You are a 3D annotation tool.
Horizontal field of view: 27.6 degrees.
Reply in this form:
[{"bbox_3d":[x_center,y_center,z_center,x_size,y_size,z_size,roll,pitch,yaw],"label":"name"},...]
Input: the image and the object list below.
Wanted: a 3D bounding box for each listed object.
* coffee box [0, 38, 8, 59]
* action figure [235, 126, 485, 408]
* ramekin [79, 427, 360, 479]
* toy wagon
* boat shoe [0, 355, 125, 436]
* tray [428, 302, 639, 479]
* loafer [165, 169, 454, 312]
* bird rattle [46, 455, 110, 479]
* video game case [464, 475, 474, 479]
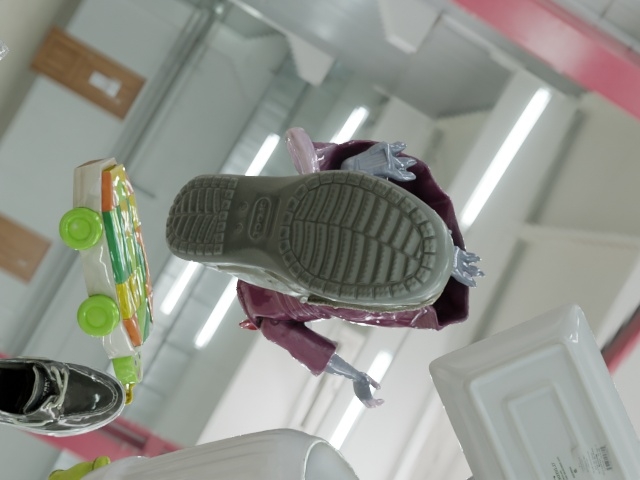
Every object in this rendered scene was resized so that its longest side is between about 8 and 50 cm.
[{"bbox_3d":[-0.335,-0.174,0.822,0.098,0.246,0.141,-33,-167,23],"label":"coffee box"},{"bbox_3d":[-0.004,0.050,1.448,0.370,0.276,0.248,-28,-116,48],"label":"action figure"},{"bbox_3d":[-0.023,0.185,0.590,0.109,0.207,0.207,-22,-158,11],"label":"ramekin"},{"bbox_3d":[-0.286,0.060,1.825,0.267,0.068,0.344,-80,160,-81],"label":"toy wagon"},{"bbox_3d":[-0.290,0.156,1.317,0.070,0.219,0.078,-19,-111,52],"label":"boat shoe"},{"bbox_3d":[0.210,0.203,1.119,0.145,0.270,0.030,-23,175,2],"label":"tray"},{"bbox_3d":[0.000,0.000,0.956,0.251,0.087,0.094,13,-100,39],"label":"loafer"},{"bbox_3d":[-0.191,0.305,1.028,0.143,0.253,0.207,-21,148,-23],"label":"bird rattle"},{"bbox_3d":[0.228,0.320,1.183,0.244,0.269,0.061,-29,164,-22],"label":"video game case"}]
